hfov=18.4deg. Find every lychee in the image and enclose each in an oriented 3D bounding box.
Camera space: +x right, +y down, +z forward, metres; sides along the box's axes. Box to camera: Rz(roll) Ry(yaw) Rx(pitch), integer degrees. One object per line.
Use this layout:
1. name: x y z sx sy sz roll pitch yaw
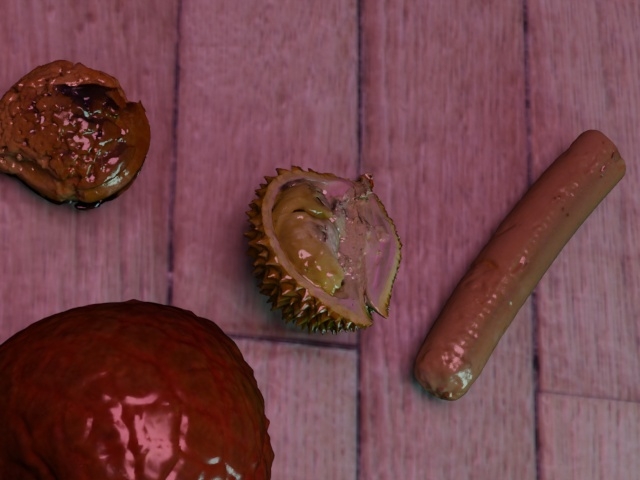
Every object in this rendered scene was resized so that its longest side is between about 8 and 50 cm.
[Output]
1. lychee: -0.158 0.166 1.473 0.255 0.255 0.300 44 54 -3

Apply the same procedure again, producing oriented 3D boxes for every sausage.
1. sausage: 0.175 0.021 1.757 0.066 0.066 0.301 41 61 -4

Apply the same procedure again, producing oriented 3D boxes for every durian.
1. durian: 0.000 0.000 1.682 0.146 0.102 0.208 39 40 -8

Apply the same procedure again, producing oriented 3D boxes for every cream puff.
1. cream puff: -0.205 -0.090 1.624 0.133 0.104 0.119 12 75 -16
